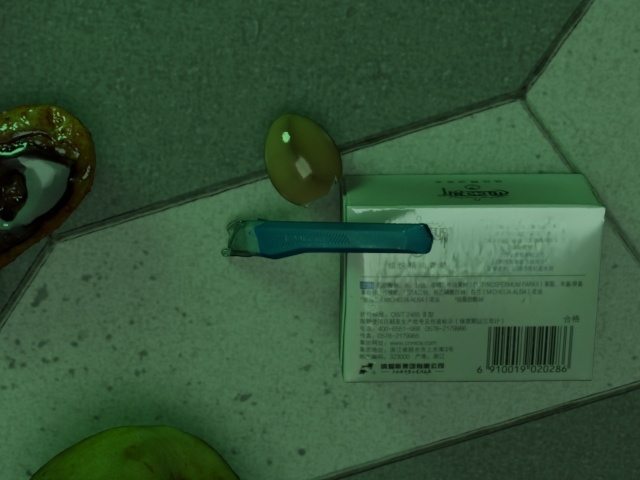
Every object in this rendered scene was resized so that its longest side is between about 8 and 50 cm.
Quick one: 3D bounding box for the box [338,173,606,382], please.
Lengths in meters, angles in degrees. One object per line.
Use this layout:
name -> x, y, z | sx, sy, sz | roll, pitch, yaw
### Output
box -> 0.157, 0.040, 1.751 | 0.274, 0.116, 0.203 | -1, 110, -2

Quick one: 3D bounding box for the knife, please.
knife -> 0.002, 0.000, 1.684 | 0.296, 0.026, 0.044 | 1, 98, 42

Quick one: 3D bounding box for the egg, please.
egg -> -0.021, -0.087, 1.714 | 0.080, 0.080, 0.096 | -29, 112, 7

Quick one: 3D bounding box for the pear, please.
pear -> -0.201, 0.366, 1.770 | 0.304, 0.304, 0.304 | -1, 110, -3

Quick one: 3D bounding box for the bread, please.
bread -> -0.340, -0.040, 1.714 | 0.139, 0.095, 0.269 | 36, 118, -13
